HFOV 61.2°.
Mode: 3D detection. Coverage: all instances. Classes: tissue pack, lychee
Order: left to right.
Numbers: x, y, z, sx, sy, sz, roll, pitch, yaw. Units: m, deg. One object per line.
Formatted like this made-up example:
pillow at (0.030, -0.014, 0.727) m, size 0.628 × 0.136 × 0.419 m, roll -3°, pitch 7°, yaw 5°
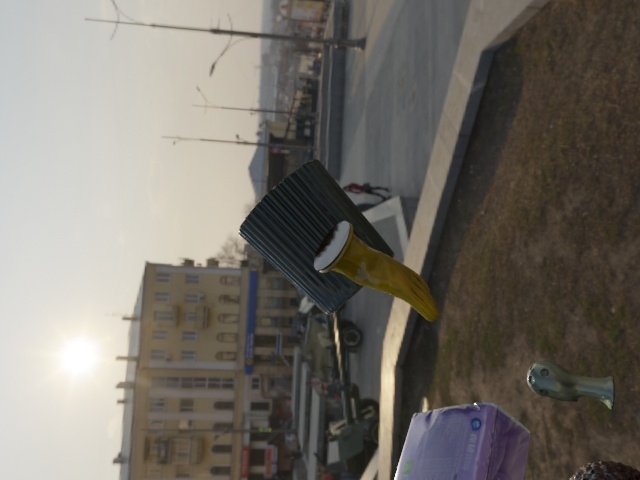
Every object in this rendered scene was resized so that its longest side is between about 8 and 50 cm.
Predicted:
tissue pack at (0.268, 0.508, 1.075) m, size 0.242 × 0.160 × 0.338 m, roll -31°, pitch 26°, yaw 50°
lychee at (0.681, 0.641, 1.267) m, size 0.271 × 0.236 × 0.235 m, roll -51°, pitch 29°, yaw 36°

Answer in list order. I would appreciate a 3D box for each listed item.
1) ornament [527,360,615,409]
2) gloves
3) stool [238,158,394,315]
ornament at (0.494, 0.289, 1.077) m, size 0.075 × 0.156 × 0.081 m, roll -45°, pitch -45°, yaw -56°
gloves at (0.138, 0.084, 1.125) m, size 0.116 × 0.294 × 0.133 m, roll -46°, pitch 22°, yaw 30°
stool at (0.000, 0.000, 1.449) m, size 0.297 × 0.330 × 0.297 m, roll -43°, pitch -5°, yaw -5°
